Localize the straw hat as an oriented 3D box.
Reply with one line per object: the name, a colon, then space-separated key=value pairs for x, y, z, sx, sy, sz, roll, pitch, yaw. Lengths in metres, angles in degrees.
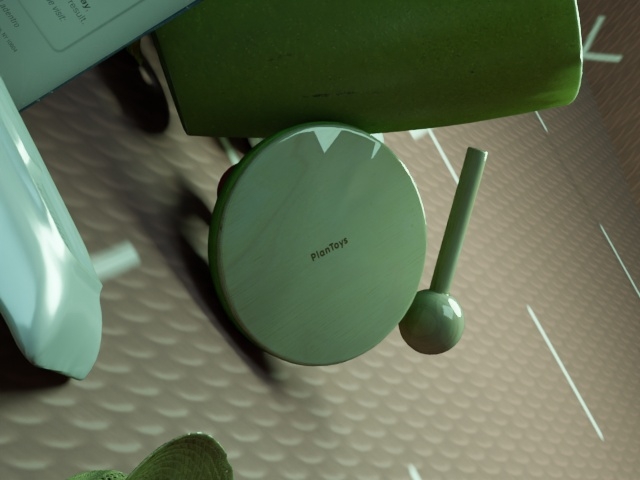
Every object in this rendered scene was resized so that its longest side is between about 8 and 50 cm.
straw hat: x=-0.111 y=0.152 z=0.981 sx=0.061 sy=0.144 sz=0.144 roll=26 pitch=2 yaw=27

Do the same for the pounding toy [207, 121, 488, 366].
pounding toy: x=0.000 y=0.000 z=1.429 sx=0.237 sy=0.110 sz=0.183 roll=4 pitch=93 yaw=-32

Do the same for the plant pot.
plant pot: x=0.014 y=-0.190 z=1.426 sx=0.275 sy=0.293 sz=0.275 roll=162 pitch=-90 yaw=-85

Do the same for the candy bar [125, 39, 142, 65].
candy bar: x=-0.147 y=-0.181 z=1.389 sx=0.161 sy=0.018 sz=0.040 roll=100 pitch=-30 yaw=-70

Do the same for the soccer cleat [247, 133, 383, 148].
soccer cleat: x=-0.045 y=-0.160 z=1.568 sx=0.331 sy=0.116 sz=0.143 roll=53 pitch=19 yaw=-24

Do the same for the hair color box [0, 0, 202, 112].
hair color box: x=-0.099 y=-0.244 z=1.166 sx=0.174 sy=0.347 sz=0.105 roll=56 pitch=18 yaw=-15

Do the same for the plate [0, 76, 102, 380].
plate: x=-0.185 y=-0.060 z=0.984 sx=0.278 sy=0.045 sz=0.277 roll=63 pitch=-5 yaw=5
